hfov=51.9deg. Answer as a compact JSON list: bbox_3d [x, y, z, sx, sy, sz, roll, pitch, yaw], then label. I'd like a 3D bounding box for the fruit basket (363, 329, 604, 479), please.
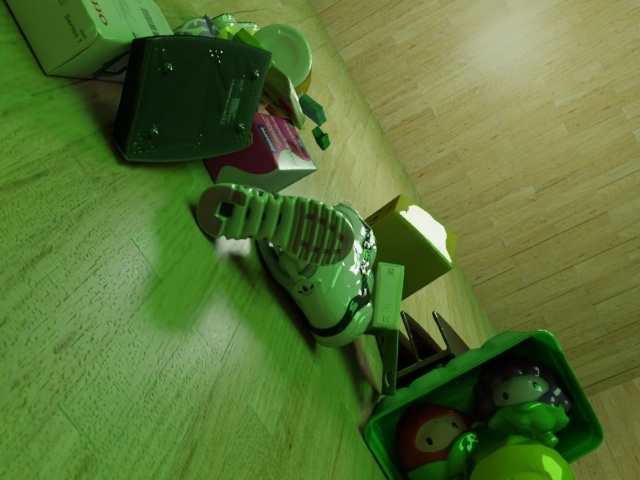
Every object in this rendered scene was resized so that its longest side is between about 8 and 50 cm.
[{"bbox_3d":[0.290,0.350,1.101,0.282,0.392,0.392,60,16,-8],"label":"fruit basket"}]

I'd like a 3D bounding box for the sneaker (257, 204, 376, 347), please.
[{"bbox_3d":[0.000,0.000,1.175,0.210,0.138,0.365,56,21,-30],"label":"sneaker"}]

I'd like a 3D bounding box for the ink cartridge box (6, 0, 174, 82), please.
[{"bbox_3d":[-0.291,-0.295,0.840,0.160,0.093,0.219,62,17,-2],"label":"ink cartridge box"}]

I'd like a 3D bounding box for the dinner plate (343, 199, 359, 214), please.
[{"bbox_3d":[0.093,-0.043,1.743,0.141,0.017,0.141,53,20,-28],"label":"dinner plate"}]

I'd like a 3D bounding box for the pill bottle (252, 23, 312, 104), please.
[{"bbox_3d":[-0.088,-0.368,1.433,0.136,0.136,0.246,62,-2,-1],"label":"pill bottle"}]

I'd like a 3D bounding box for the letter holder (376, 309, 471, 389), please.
[{"bbox_3d":[0.259,0.262,1.535,0.302,0.152,0.214,45,22,-46],"label":"letter holder"}]

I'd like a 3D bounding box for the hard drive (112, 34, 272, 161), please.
[{"bbox_3d":[-0.171,-0.197,0.899,0.054,0.171,0.255,27,22,22],"label":"hard drive"}]

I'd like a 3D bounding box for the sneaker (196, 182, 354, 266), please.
[{"bbox_3d":[-0.064,-0.033,0.986,0.237,0.095,0.104,16,9,-9],"label":"sneaker"}]

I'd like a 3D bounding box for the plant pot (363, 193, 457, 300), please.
[{"bbox_3d":[0.194,0.012,1.629,0.187,0.212,0.212,51,24,-8],"label":"plant pot"}]

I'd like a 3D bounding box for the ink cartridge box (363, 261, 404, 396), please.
[{"bbox_3d":[0.113,0.172,1.247,0.171,0.056,0.234,103,-6,-77],"label":"ink cartridge box"}]

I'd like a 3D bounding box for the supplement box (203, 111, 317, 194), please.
[{"bbox_3d":[-0.104,-0.143,1.139,0.111,0.114,0.220,62,18,1],"label":"supplement box"}]

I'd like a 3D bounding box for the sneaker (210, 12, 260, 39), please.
[{"bbox_3d":[-0.181,-0.422,1.427,0.208,0.082,0.094,-24,94,-68],"label":"sneaker"}]

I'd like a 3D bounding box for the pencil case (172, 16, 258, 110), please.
[{"bbox_3d":[-0.187,-0.288,1.158,0.206,0.086,0.088,61,20,-6],"label":"pencil case"}]

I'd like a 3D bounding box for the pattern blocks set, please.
[{"bbox_3d":[-0.100,-0.294,1.208,0.325,0.026,0.285,44,-7,9],"label":"pattern blocks set"}]
